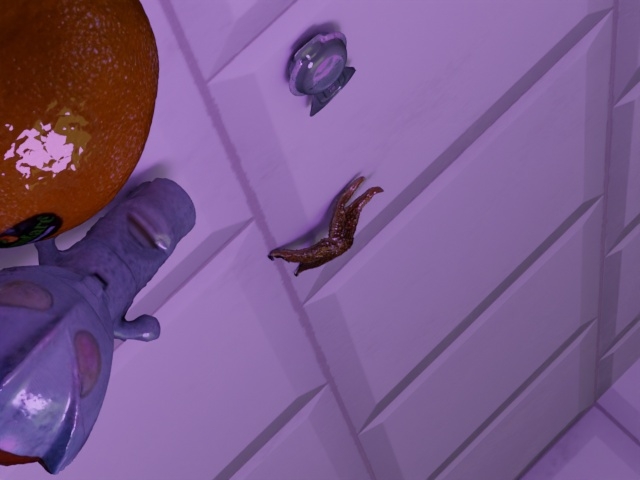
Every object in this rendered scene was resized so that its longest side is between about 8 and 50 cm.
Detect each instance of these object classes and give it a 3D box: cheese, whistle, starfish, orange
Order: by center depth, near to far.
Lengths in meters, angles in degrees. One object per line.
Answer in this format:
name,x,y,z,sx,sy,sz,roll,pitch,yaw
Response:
orange,-0.186,-0.090,1.062,0.206,0.206,0.206,-40,160,-18
whistle,-0.196,0.058,1.375,0.346,0.142,0.134,-53,167,-52
cheese,0.001,-0.145,1.582,0.067,0.026,0.121,-45,161,-4
starfish,0.003,0.005,1.857,0.130,0.041,0.133,-29,154,-38
